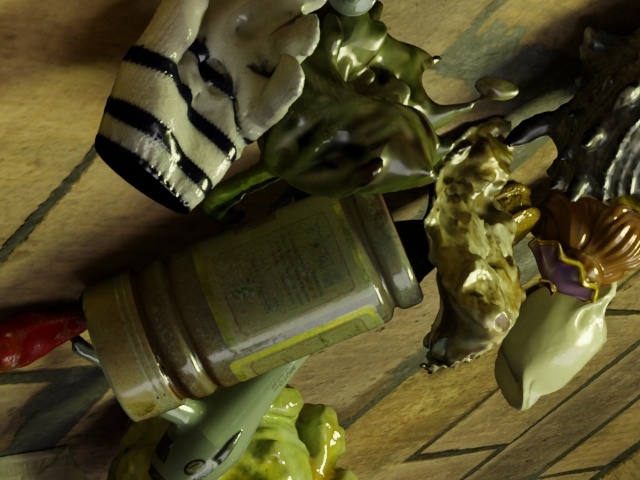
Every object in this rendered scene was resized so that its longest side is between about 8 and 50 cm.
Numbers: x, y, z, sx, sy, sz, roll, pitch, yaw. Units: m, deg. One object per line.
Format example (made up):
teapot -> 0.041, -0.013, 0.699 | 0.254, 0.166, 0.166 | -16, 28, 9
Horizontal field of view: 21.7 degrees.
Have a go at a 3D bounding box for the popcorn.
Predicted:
popcorn -> -0.126, 0.311, 2.059 | 0.335, 0.279, 0.274 | -24, -163, -23

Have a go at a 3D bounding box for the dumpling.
dumpling -> 0.344, 0.136, 2.466 | 0.132, 0.162, 0.250 | 31, 110, -24

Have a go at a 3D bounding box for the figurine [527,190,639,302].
figurine -> 0.373, -0.031, 2.112 | 0.263, 0.142, 0.189 | -39, -159, 2

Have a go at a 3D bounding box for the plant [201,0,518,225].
plant -> -0.012, -0.057, 1.525 | 0.333, 0.180, 0.251 | -49, 163, 32

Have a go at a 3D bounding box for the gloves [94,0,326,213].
gloves -> -0.084, -0.139, 1.357 | 0.218, 0.140, 0.131 | -56, -179, -14

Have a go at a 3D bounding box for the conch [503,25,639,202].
conch -> 0.355, -0.157, 1.845 | 0.313, 0.186, 0.240 | -40, 176, -17

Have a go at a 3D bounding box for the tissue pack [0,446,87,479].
tissue pack -> -0.380, 0.376, 2.047 | 0.148, 0.156, 0.209 | -6, 147, -49

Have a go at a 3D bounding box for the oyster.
oyster -> 0.164, 0.018, 1.809 | 0.115, 0.351, 0.238 | -1, 112, 5

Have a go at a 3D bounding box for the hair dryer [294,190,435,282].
hair dryer -> 0.000, 0.000, 1.870 | 0.235, 0.091, 0.271 | -23, 146, 8

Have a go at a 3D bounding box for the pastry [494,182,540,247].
pastry -> 0.225, -0.023, 2.077 | 0.097, 0.057, 0.109 | -11, 152, -42

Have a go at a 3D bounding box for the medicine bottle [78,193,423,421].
medicine bottle -> -0.068, 0.058, 1.709 | 0.322, 0.151, 0.151 | -22, 158, 3

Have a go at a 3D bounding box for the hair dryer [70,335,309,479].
hair dryer -> -0.129, 0.143, 1.865 | 0.229, 0.092, 0.267 | -33, 125, -11

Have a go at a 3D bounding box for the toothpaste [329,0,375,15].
toothpaste -> 0.029, -0.210, 1.357 | 0.064, 0.041, 0.218 | -53, -176, 12

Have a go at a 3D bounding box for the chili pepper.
chili pepper -> -0.296, 0.098, 1.705 | 0.191, 0.050, 0.059 | -20, 155, -53
